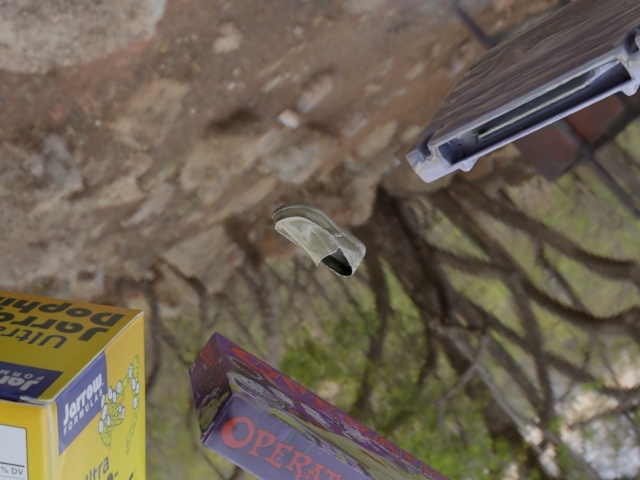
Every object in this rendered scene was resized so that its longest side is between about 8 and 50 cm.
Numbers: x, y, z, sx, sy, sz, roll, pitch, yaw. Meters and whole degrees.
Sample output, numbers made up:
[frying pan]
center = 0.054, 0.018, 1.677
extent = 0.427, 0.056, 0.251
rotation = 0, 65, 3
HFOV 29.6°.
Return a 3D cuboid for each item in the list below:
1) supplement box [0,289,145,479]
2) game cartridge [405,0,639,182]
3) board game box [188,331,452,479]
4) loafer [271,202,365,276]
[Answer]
[supplement box]
center = -0.273, 0.243, 1.044
extent = 0.195, 0.194, 0.357
rotation = -54, 149, -67
[game cartridge]
center = 0.270, -0.198, 1.338
extent = 0.355, 0.068, 0.230
rotation = -25, -162, 47
[board game box]
center = 0.057, 0.197, 0.937
extent = 0.056, 0.346, 0.208
rotation = -57, -168, -3
[loafer]
center = 0.000, 0.000, 1.583
extent = 0.056, 0.148, 0.050
rotation = -39, -145, 39
